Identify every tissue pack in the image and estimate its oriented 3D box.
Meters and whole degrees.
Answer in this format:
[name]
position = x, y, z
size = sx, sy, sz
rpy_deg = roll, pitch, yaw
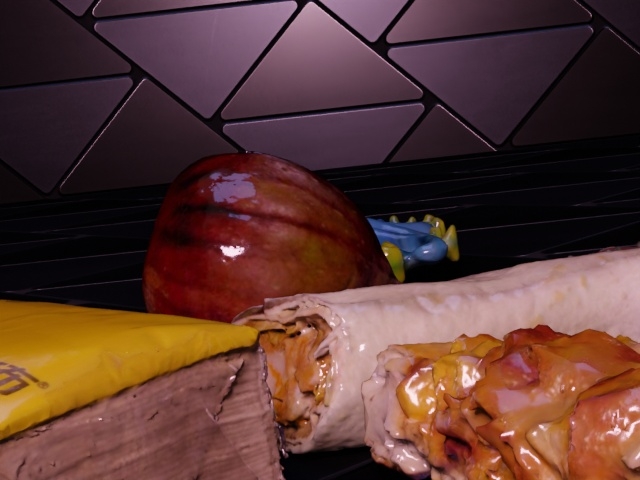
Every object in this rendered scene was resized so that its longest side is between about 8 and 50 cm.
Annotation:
[tissue pack]
position = -0.175, 0.109, 0.696
size = 0.271, 0.134, 0.192
rpy_deg = 1, 12, 43

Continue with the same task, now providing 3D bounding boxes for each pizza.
[pizza]
position = 0.190, 0.094, 0.647
size = 0.409, 0.114, 0.278
rpy_deg = -4, 3, 35

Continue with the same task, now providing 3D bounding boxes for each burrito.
[burrito]
position = 0.081, 0.073, 0.869
size = 0.299, 0.105, 0.143
rpy_deg = -9, -1, -9

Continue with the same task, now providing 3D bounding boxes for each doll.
[doll]
position = 0.000, 0.000, 1.436
size = 0.341, 0.098, 0.346
rpy_deg = -1, 12, 42

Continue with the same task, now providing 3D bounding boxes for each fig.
[fig]
position = -0.014, 0.022, 1.052
size = 0.250, 0.186, 0.204
rpy_deg = 1, -10, 2

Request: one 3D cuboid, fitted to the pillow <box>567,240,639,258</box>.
[pillow]
position = 0.353, 0.025, 1.189
size = 0.233, 0.043, 0.126
rpy_deg = 1, 10, 35
